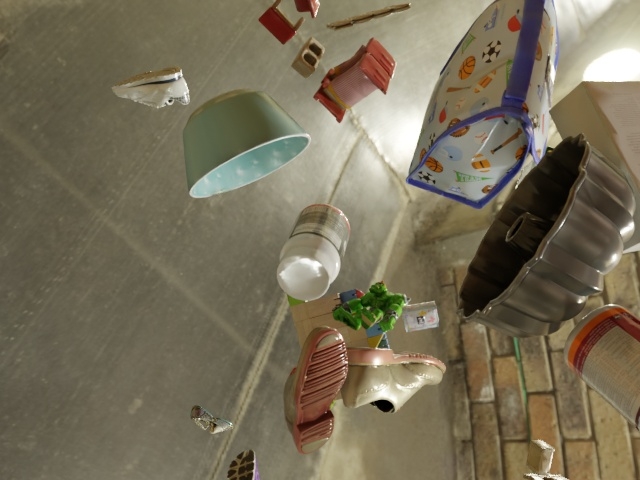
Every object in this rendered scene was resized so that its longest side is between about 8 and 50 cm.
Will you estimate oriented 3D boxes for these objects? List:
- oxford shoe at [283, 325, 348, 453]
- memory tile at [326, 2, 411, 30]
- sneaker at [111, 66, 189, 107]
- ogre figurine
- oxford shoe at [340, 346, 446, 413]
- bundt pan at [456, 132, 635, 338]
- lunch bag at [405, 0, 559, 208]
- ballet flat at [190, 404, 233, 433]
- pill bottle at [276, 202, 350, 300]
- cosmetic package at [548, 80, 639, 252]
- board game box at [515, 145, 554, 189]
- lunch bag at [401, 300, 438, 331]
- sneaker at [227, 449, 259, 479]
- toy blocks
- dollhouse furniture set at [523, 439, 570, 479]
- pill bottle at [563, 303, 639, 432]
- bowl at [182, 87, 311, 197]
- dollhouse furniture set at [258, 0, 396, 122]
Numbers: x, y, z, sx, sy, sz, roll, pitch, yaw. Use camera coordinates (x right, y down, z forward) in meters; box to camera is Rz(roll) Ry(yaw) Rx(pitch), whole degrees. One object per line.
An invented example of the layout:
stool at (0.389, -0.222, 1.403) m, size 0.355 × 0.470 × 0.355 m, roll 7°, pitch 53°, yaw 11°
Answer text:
oxford shoe at (-0.033, 0.306, 1.316) m, size 0.123 × 0.130 × 0.348 m, roll -10°, pitch 128°, yaw -31°
memory tile at (0.087, -0.414, 1.131) m, size 0.113 × 0.147 × 0.012 m, roll -120°, pitch -166°, yaw -69°
sneaker at (-0.460, -0.400, 1.642) m, size 0.090 × 0.235 × 0.095 m, roll -57°, pitch 139°, yaw -44°
ogre figurine at (0.124, 0.159, 1.419) m, size 0.118 × 0.197 × 0.097 m, roll -33°, pitch 89°, yaw -32°
oxford shoe at (0.170, 0.339, 1.473) m, size 0.397 × 0.140 × 0.147 m, roll 16°, pitch 73°, yaw -44°
bundt pan at (0.348, 0.011, 0.929) m, size 0.124 × 0.331 × 0.331 m, roll 31°, pitch 47°, yaw 1°
lunch bag at (0.368, -0.295, 1.306) m, size 0.238 × 0.385 × 0.328 m, roll 18°, pitch 68°, yaw -1°
ballet flat at (-0.247, 0.411, 1.372) m, size 0.114 × 0.041 × 0.041 m, roll 39°, pitch 50°, yaw -28°
pill bottle at (-0.017, 0.029, 1.622) m, size 0.161 × 0.161 × 0.283 m, roll 57°, pitch 24°, yaw -19°
cosmetic package at (0.620, -0.142, 1.085) m, size 0.377 × 0.097 × 0.285 m, roll -7°, pitch 67°, yaw -27°
board game box at (0.556, -0.153, 1.614) m, size 0.259 × 0.030 × 0.136 m, roll 39°, pitch 73°, yaw -83°
lunch bag at (0.200, 0.153, 1.231) m, size 0.083 × 0.071 × 0.053 m, roll 68°, pitch 13°, yaw -64°
sneaker at (-0.151, 0.526, 1.276) m, size 0.071 × 0.068 × 0.170 m, roll 52°, pitch 22°, yaw -46°
toy blocks at (0.079, 0.293, 1.749) m, size 0.191 × 0.260 × 0.382 m, roll 34°, pitch 40°, yaw -79°
dollhouse furniture set at (0.476, 0.506, 1.171) m, size 0.101 × 0.161 × 0.182 m, roll 8°, pitch 94°, yaw -17°
pill bottle at (0.448, 0.193, 0.822) m, size 0.121 × 0.121 × 0.221 m, roll 36°, pitch 9°, yaw -36°
bowl at (-0.194, -0.240, 1.424) m, size 0.311 × 0.311 × 0.163 m, roll -20°, pitch 84°, yaw -51°
dollhouse furniture set at (0.012, -0.539, 1.727) m, size 0.374 × 0.201 × 0.152 m, roll 40°, pitch 50°, yaw -22°
